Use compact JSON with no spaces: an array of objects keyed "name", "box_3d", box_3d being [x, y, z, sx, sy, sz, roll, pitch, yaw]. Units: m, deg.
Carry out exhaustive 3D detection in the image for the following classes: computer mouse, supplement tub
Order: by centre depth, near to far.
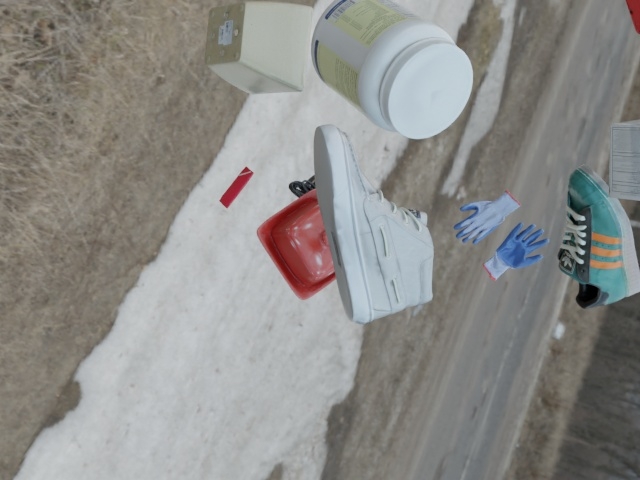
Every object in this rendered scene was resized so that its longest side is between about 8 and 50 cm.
[{"name":"supplement tub","box_3d":[0.145,-0.373,1.504,0.235,0.325,0.235,-16,130,-21]},{"name":"computer mouse","box_3d":[0.029,-0.095,1.580,0.072,0.188,0.272,-48,-175,11]}]

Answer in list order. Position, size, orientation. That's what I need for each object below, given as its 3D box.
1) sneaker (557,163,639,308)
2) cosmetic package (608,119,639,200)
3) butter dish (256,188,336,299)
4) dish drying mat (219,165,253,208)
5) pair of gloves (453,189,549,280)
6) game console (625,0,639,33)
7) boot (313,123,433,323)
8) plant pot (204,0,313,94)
[{"name":"sneaker","box_3d":[0.483,0.008,1.275,0.121,0.108,0.302,-28,120,3]},{"name":"cosmetic package","box_3d":[0.489,-0.120,0.957,0.239,0.060,0.099,-13,107,-30]},{"name":"butter dish","box_3d":[0.000,0.000,1.235,0.160,0.118,0.160,-36,98,-24]},{"name":"dish drying mat","box_3d":[-0.157,-0.100,1.323,0.083,0.032,0.008,-51,139,2]},{"name":"pair of gloves","box_3d":[0.394,-0.014,1.563,0.159,0.198,0.023,-39,-177,21]},{"name":"game console","box_3d":[0.635,-0.461,1.295,0.124,0.085,0.144,-36,122,2]},{"name":"boot","box_3d":[0.071,-0.028,0.897,0.123,0.095,0.258,-14,107,-11]},{"name":"plant pot","box_3d":[-0.086,-0.251,0.905,0.096,0.109,0.109,4,93,-45]}]
